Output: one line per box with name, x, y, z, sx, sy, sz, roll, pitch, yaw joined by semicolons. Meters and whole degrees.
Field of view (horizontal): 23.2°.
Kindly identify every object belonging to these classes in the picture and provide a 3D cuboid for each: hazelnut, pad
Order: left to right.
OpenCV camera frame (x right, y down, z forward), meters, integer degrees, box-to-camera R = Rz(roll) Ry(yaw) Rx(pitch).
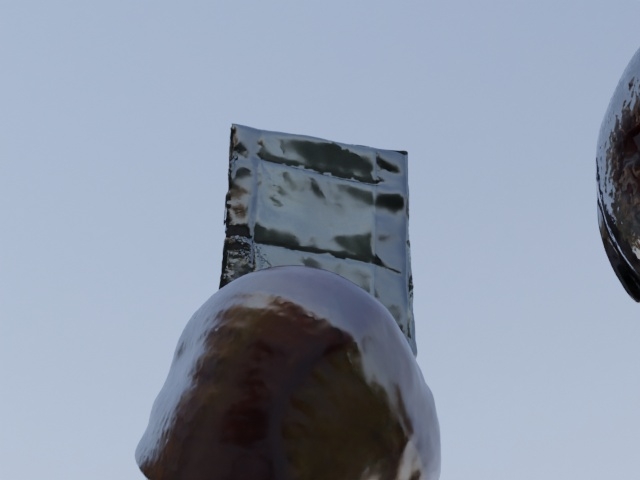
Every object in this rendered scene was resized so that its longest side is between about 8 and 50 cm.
hazelnut;-0.025;0.140;1.091;0.217;0.217;0.251;10;-76;22
pad;0.000;0.000;1.355;0.174;0.233;0.022;9;-36;-10

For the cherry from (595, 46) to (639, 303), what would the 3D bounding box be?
cherry;0.216;-0.037;0.701;0.195;0.195;0.195;8;-69;22
